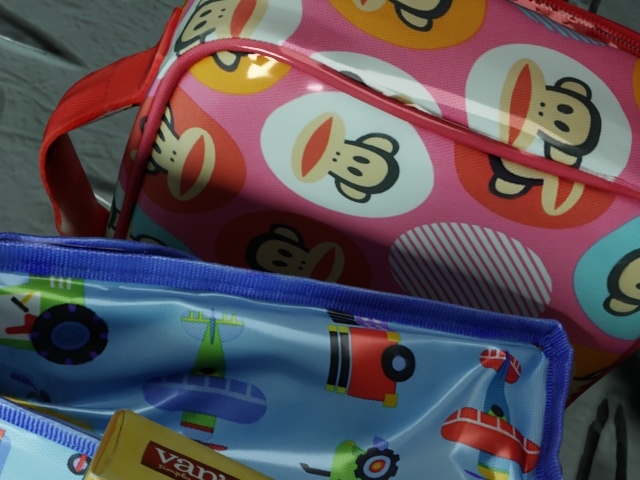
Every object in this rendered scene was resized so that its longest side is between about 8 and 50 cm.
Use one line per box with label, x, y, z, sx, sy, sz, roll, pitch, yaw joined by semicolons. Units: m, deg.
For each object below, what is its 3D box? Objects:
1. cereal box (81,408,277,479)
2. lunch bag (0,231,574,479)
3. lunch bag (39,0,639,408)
cereal box;-0.039;0.191;0.390;0.173;0.240;0.047;26;18;-6
lunch bag;-0.081;0.109;0.478;0.293;0.221;0.138;16;48;-13
lunch bag;0.000;0.000;0.560;0.258;0.293;0.120;21;52;-9
